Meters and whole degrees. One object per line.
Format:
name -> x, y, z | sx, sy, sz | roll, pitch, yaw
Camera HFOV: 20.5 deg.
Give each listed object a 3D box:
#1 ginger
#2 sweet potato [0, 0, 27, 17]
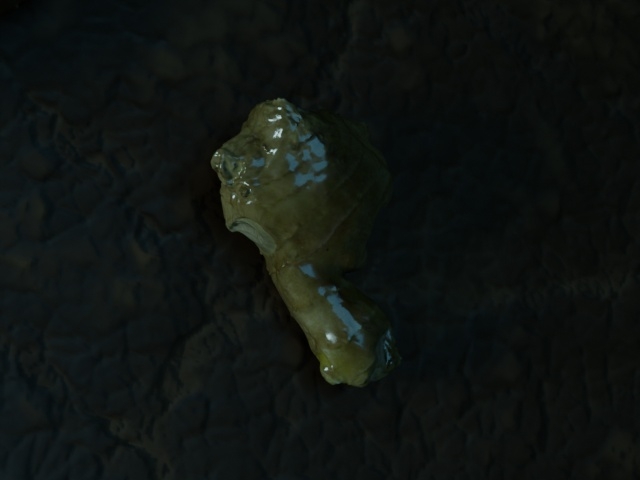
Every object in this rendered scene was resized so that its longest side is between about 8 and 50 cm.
ginger -> 0.006, -0.005, 0.964 | 0.096, 0.067, 0.165 | -34, 107, -28
sweet potato -> -0.229, -0.124, 0.854 | 0.385, 0.109, 0.109 | -15, 85, -34
